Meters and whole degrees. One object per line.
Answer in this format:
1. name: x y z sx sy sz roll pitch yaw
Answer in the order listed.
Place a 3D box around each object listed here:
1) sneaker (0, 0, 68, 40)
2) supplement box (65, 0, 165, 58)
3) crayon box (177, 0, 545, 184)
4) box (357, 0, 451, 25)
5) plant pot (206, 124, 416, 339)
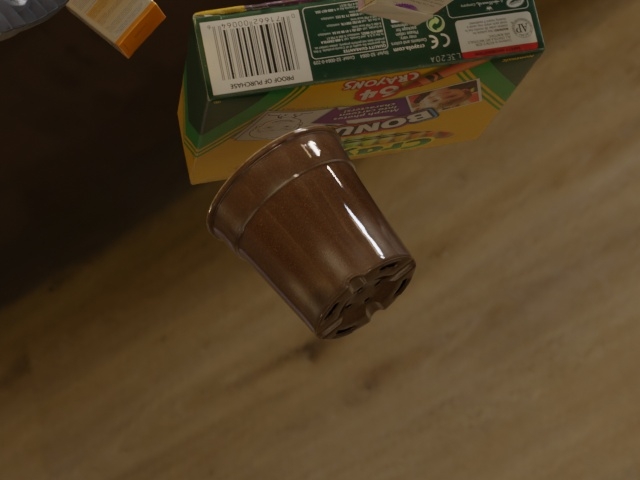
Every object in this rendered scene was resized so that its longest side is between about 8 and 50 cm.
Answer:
1. sneaker: -0.220 -0.205 1.129 0.131 0.112 0.319 -26 18 35
2. supplement box: -0.222 -0.248 1.733 0.098 0.036 0.062 40 86 22
3. crayon box: 0.032 -0.175 1.825 0.363 0.313 0.106 -9 76 -10
4. box: 0.068 -0.348 1.434 0.063 0.067 0.324 -29 58 52
5. plant pot: 0.000 0.000 1.642 0.167 0.167 0.165 -43 68 10
